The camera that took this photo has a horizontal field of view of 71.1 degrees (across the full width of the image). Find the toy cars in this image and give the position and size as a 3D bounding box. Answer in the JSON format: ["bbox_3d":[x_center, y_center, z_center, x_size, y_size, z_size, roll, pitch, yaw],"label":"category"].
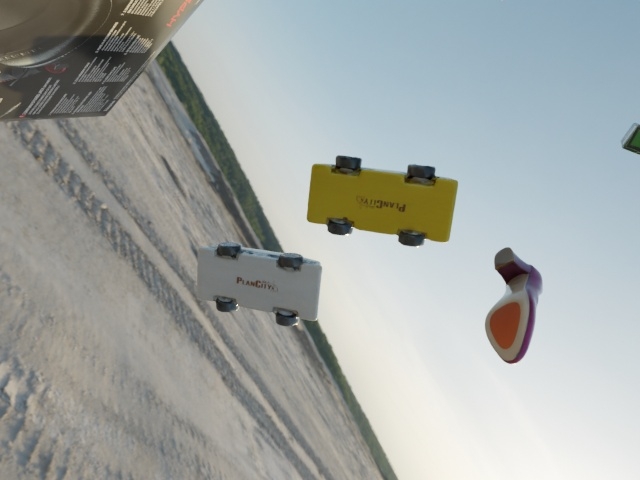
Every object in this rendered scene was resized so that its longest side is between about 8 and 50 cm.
[{"bbox_3d":[0.000,0.000,0.630,0.176,0.394,0.087,57,18,-1],"label":"toy cars"}]

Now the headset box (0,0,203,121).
[{"bbox_3d":[-0.242,-0.169,0.278,0.293,0.218,0.110,-28,92,-53],"label":"headset box"}]

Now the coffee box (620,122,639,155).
[{"bbox_3d":[0.523,-0.141,0.680,0.113,0.184,0.040,32,-62,24],"label":"coffee box"}]

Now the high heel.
[{"bbox_3d":[0.524,0.188,1.140,0.181,0.377,0.127,42,-45,-16],"label":"high heel"}]
